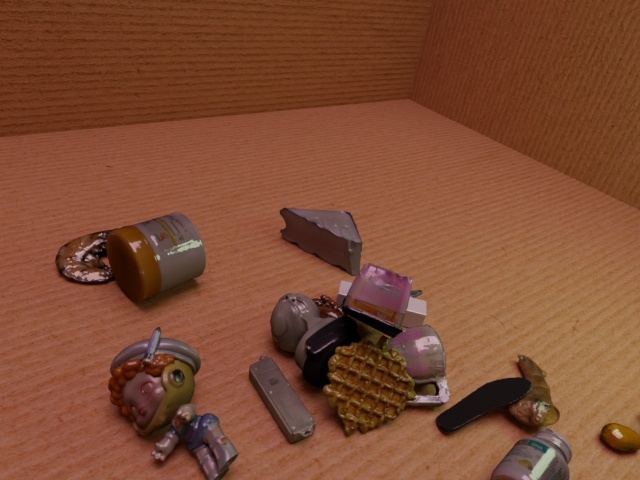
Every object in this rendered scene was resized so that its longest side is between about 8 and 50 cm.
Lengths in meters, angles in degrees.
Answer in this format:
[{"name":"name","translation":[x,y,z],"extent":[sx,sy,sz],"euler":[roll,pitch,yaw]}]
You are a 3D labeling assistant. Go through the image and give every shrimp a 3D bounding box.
[{"name":"shrimp","translation":[-0.719,0.046,1.626],"extent":[0.365,0.071,0.233],"euler":[-18,52,-36]}]

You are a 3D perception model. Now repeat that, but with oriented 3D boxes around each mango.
[{"name":"mango","translation":[0.835,0.545,1.285],"extent":[0.114,0.057,0.079],"euler":[13,26,-1]}]

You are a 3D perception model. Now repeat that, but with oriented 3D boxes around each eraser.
[{"name":"eraser","translation":[0.204,0.221,1.583],"extent":[0.298,0.078,0.076],"euler":[14,34,5]}]

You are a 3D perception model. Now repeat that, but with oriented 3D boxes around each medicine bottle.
[{"name":"medicine bottle","translation":[-0.531,0.048,1.507],"extent":[0.238,0.237,0.232],"euler":[33,39,30]},{"name":"medicine bottle","translation":[0.518,0.553,1.120],"extent":[0.215,0.135,0.135],"euler":[-23,46,-38]}]

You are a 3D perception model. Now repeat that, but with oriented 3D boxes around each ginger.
[{"name":"ginger","translation":[0.017,0.230,1.524],"extent":[0.162,0.073,0.103],"euler":[19,34,15]},{"name":"ginger","translation":[0.616,0.441,1.370],"extent":[0.131,0.086,0.294],"euler":[-1,22,18]}]

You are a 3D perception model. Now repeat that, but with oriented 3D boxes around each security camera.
[{"name":"security camera","translation":[-0.037,0.272,1.350],"extent":[0.197,0.191,0.277],"euler":[-30,47,-30]}]

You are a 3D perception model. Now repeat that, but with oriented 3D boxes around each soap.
[{"name":"soap","translation":[0.000,0.000,1.794],"extent":[0.302,0.158,0.257],"euler":[0,37,-11]}]

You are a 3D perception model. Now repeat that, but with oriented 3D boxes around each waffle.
[{"name":"waffle","translation":[0.125,0.376,1.217],"extent":[0.243,0.237,0.059],"euler":[-18,5,-17]}]

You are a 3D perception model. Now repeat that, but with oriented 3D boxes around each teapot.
[{"name":"teapot","translation":[0.265,0.367,1.354],"extent":[0.178,0.221,0.163],"euler":[-10,-4,-5]}]

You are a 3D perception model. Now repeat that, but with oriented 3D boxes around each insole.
[{"name":"insole","translation":[0.457,0.451,1.295],"extent":[0.310,0.012,0.110],"euler":[-20,19,-21]}]

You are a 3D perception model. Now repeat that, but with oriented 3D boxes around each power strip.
[{"name":"power strip","translation":[-0.105,0.420,1.235],"extent":[0.078,0.052,0.272],"euler":[-15,42,-32]}]

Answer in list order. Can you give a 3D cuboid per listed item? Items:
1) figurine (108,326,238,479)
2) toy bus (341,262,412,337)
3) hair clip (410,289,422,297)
[{"name":"figurine","translation":[-0.348,0.411,1.126],"extent":[0.381,0.224,0.205],"euler":[54,26,16]},{"name":"toy bus","translation":[0.166,0.171,1.349],"extent":[0.171,0.162,0.386],"euler":[26,-7,7]},{"name":"hair clip","translation":[0.252,0.195,1.668],"extent":[0.229,0.036,0.066],"euler":[0,30,-4]}]
